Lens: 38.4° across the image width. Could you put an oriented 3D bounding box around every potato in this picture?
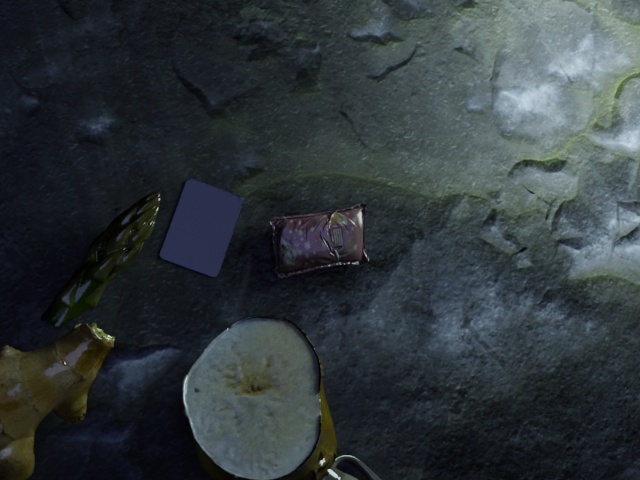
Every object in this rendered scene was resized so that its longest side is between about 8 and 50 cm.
[{"bbox_3d":[-0.099,0.297,1.538,0.246,0.196,0.300,-4,54,0],"label":"potato"}]

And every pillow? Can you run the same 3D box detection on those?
[{"bbox_3d":[0.000,0.000,1.668,0.184,0.043,0.118,-7,90,-11],"label":"pillow"}]

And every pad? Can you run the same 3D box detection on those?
[{"bbox_3d":[-0.211,-0.024,1.641,0.112,0.003,0.157,21,78,-10],"label":"pad"}]

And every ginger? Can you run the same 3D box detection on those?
[{"bbox_3d":[-0.492,0.278,1.453,0.375,0.166,0.236,-16,77,-9],"label":"ginger"}]

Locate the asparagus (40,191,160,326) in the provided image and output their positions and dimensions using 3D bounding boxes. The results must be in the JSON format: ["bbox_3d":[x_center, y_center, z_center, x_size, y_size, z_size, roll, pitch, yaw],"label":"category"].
[{"bbox_3d":[-0.362,0.032,1.563,0.080,0.080,0.287,36,84,-6],"label":"asparagus"}]

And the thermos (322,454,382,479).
[{"bbox_3d":[0.056,0.452,1.595,0.193,0.105,0.137,45,49,3],"label":"thermos"}]
